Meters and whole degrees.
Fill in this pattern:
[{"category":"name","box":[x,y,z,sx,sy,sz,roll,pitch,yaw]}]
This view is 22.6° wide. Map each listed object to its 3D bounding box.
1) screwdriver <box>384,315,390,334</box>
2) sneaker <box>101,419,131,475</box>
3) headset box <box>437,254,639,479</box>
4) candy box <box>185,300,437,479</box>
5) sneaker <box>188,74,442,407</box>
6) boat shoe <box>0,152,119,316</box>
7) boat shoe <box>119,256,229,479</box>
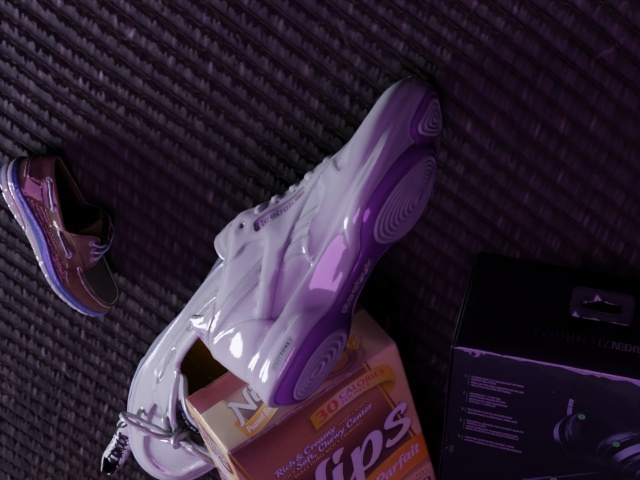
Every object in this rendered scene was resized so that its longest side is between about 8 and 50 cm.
[{"category":"screwdriver","box":[0.063,0.140,1.590,0.025,0.024,0.170,-3,128,-18]},{"category":"sneaker","box":[-0.216,0.225,1.737,0.032,0.037,0.083,25,131,-2]},{"category":"headset box","box":[0.240,0.162,1.472,0.246,0.131,0.283,9,132,11]},{"category":"candy box","box":[0.006,0.216,1.527,0.087,0.183,0.316,46,162,40]},{"category":"sneaker","box":[-0.010,-0.016,1.358,0.152,0.114,0.305,33,97,26]},{"category":"boat shoe","box":[-0.235,-0.003,1.527,0.066,0.066,0.183,-14,124,26]},{"category":"boat shoe","box":[-0.112,0.157,1.563,0.136,0.156,0.367,29,132,-7]}]
